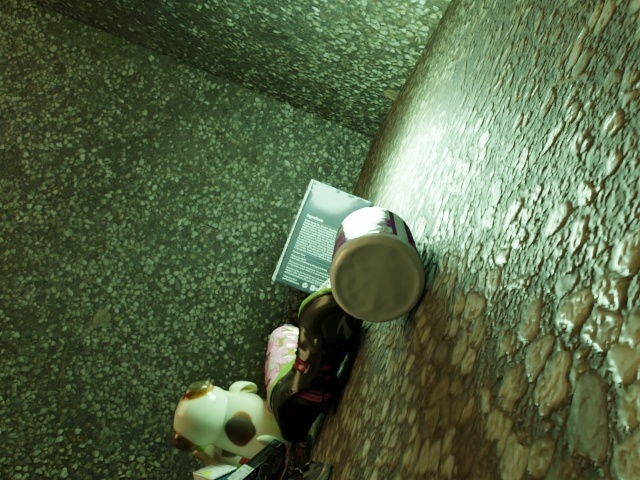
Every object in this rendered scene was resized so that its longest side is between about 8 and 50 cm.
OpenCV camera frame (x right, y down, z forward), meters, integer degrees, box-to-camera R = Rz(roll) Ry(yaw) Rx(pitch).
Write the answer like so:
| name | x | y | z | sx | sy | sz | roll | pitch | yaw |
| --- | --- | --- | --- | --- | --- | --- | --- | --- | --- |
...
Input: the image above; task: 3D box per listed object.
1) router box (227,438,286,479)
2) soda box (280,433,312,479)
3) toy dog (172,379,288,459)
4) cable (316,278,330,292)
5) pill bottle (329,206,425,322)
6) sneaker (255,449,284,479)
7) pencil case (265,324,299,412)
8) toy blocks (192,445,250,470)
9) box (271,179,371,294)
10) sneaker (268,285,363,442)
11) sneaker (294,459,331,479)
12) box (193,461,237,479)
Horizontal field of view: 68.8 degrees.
| name | x | y | z | sx | sy | sz | roll | pitch | yaw |
| --- | --- | --- | --- | --- | --- | --- | --- | --- | --- |
| router box | -0.160 | 0.656 | 1.279 | 0.179 | 0.046 | 0.133 | -25 | -71 | -45 |
| soda box | -0.064 | 0.586 | 1.258 | 0.169 | 0.060 | 0.053 | -74 | 7 | -76 |
| toy dog | -0.293 | 0.632 | 1.585 | 0.395 | 0.408 | 0.284 | -169 | 93 | -88 |
| cable | 0.024 | 0.240 | 1.712 | 0.257 | 0.089 | 0.257 | -56 | 7 | 26 |
| pill bottle | 0.109 | 0.028 | 0.945 | 0.301 | 0.169 | 0.169 | -73 | 5 | -72 |
| sneaker | -0.143 | 0.643 | 1.220 | 0.170 | 0.051 | 0.089 | -57 | -27 | -38 |
| pencil case | -0.104 | 0.444 | 1.613 | 0.167 | 0.160 | 0.386 | -63 | 13 | 14 |
| toy blocks | -0.304 | 0.811 | 1.844 | 0.191 | 0.381 | 0.261 | -34 | 14 | 42 |
| box | 0.000 | 0.000 | 2.217 | 0.480 | 0.298 | 0.471 | -142 | 72 | -88 |
| sneaker | 0.002 | 0.330 | 1.212 | 0.202 | 0.185 | 0.482 | -111 | 35 | -59 |
| sneaker | -0.025 | 0.502 | 0.989 | 0.038 | 0.069 | 0.098 | -76 | 7 | -75 |
| box | -0.299 | 0.856 | 1.448 | 0.169 | 0.087 | 0.289 | -23 | 78 | 52 |
